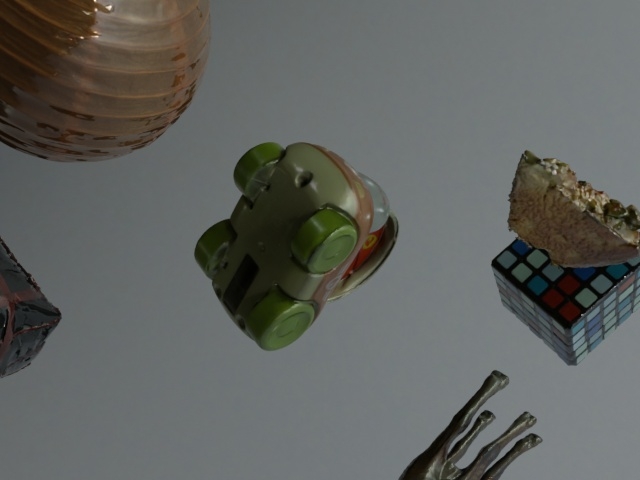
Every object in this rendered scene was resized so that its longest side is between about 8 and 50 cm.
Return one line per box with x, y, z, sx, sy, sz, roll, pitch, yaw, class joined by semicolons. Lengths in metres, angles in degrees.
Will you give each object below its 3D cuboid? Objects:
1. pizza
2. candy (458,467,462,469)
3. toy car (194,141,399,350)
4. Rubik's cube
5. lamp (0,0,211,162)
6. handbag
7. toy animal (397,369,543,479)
0.318;-0.040;1.160;0.147;0.226;0.069;-39;-157;56;pizza
0.208;0.480;1.586;0.155;0.116;0.265;-59;179;-14;candy
0.000;0.000;0.993;0.235;0.235;0.145;-43;-118;5;toy car
0.422;0.070;1.505;0.187;0.184;0.182;-40;-121;-8;Rubik's cube
-0.118;-0.103;0.423;0.136;0.136;0.136;-35;-152;22;lamp
-0.384;0.077;0.869;0.215;0.169;0.155;-27;163;-52;handbag
0.077;0.239;0.734;0.087;0.243;0.260;34;-106;34;toy animal
